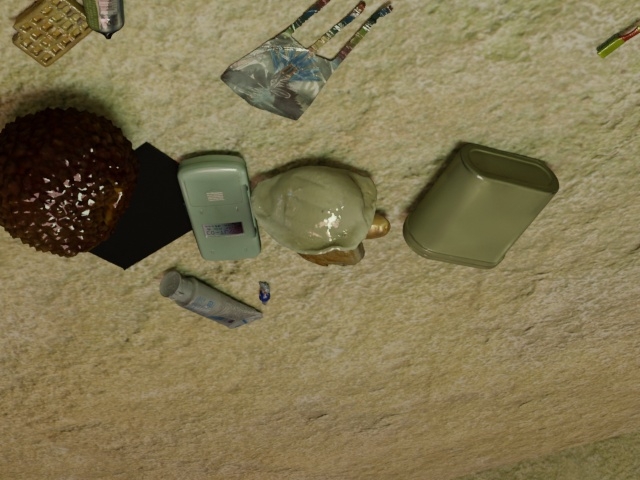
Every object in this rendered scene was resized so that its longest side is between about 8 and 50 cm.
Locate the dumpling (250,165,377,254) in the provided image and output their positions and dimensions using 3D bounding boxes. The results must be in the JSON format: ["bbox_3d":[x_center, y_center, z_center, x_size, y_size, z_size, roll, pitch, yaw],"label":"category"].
[{"bbox_3d":[-0.010,-0.056,1.416,0.252,0.179,0.131,2,162,-7],"label":"dumpling"}]

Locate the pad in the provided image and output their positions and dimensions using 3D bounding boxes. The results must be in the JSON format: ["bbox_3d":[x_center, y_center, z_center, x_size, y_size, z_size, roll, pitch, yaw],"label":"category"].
[{"bbox_3d":[-0.394,-0.058,1.526,0.368,0.007,0.248,-28,137,28],"label":"pad"}]

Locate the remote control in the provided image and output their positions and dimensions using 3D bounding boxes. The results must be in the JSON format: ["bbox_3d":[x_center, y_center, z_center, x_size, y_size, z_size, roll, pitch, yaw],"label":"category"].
[{"bbox_3d":[-0.205,-0.062,1.486,0.140,0.056,0.296,-6,142,0],"label":"remote control"}]

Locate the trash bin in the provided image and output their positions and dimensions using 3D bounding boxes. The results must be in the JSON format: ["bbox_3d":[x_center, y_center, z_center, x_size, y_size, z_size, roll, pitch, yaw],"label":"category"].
[{"bbox_3d":[0.325,-0.066,1.492,0.244,0.121,0.247,10,138,-18],"label":"trash bin"}]

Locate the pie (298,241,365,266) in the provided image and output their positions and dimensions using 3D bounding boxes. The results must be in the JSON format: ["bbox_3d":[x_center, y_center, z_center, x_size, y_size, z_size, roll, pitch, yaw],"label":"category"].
[{"bbox_3d":[0.000,0.000,1.571,0.195,0.046,0.195,11,153,6],"label":"pie"}]

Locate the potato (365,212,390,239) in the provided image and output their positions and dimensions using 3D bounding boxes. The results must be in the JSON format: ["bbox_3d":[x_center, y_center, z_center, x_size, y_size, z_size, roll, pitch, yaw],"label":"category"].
[{"bbox_3d":[0.108,-0.030,1.562,0.083,0.062,0.068,16,-178,29],"label":"potato"}]

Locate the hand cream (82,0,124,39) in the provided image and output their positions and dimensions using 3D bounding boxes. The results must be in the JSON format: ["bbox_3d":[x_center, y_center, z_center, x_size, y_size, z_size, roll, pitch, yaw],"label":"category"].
[{"bbox_3d":[-0.318,-0.401,1.044,0.087,0.055,0.235,-1,136,-8],"label":"hand cream"}]

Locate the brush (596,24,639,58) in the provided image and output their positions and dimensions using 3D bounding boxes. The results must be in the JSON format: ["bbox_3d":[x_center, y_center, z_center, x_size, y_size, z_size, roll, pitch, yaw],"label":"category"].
[{"bbox_3d":[0.503,-0.338,1.216,0.019,0.021,0.083,24,141,-31],"label":"brush"}]

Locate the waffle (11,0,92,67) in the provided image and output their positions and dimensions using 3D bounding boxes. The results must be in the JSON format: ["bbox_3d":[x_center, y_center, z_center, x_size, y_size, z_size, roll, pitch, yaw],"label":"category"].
[{"bbox_3d":[-0.424,-0.334,1.141,0.135,0.021,0.092,-26,139,26],"label":"waffle"}]

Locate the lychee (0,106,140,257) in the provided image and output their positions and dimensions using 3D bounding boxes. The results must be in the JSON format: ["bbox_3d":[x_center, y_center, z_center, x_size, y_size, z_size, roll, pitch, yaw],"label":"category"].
[{"bbox_3d":[-0.458,-0.109,1.261,0.268,0.267,0.267,-2,143,-2],"label":"lychee"}]

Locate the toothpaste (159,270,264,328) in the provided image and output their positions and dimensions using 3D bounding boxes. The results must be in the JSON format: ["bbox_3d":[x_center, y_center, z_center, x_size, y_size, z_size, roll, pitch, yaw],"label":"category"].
[{"bbox_3d":[-0.269,0.156,1.783,0.114,0.073,0.299,-23,146,23],"label":"toothpaste"}]

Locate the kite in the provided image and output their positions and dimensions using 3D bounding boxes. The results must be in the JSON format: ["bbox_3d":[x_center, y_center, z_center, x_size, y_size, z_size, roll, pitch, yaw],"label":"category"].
[{"bbox_3d":[-0.030,-0.315,1.206,0.169,0.015,0.310,22,137,-29],"label":"kite"}]

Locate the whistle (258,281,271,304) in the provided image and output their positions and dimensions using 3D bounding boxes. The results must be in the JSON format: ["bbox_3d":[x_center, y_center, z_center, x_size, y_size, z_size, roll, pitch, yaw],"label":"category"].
[{"bbox_3d":[-0.139,0.131,1.786,0.033,0.029,0.083,29,141,18],"label":"whistle"}]
